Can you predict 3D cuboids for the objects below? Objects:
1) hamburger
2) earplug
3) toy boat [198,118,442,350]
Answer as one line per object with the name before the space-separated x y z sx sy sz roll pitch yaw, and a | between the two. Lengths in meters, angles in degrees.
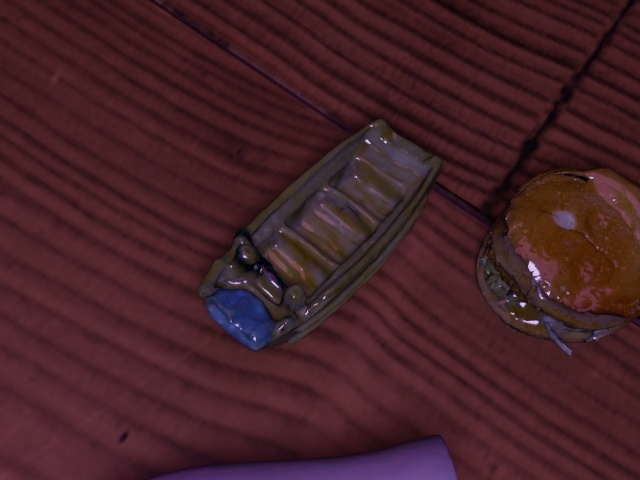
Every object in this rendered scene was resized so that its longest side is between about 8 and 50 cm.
hamburger | 0.231 0.022 1.231 0.177 0.113 0.185 12 69 -12
earplug | -0.050 0.241 1.034 0.301 0.172 0.172 0 63 -4
toy boat | -0.002 0.004 1.205 0.111 0.084 0.276 38 59 12
